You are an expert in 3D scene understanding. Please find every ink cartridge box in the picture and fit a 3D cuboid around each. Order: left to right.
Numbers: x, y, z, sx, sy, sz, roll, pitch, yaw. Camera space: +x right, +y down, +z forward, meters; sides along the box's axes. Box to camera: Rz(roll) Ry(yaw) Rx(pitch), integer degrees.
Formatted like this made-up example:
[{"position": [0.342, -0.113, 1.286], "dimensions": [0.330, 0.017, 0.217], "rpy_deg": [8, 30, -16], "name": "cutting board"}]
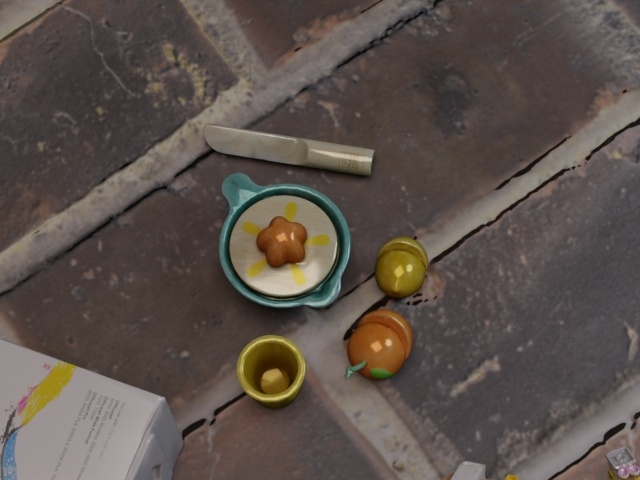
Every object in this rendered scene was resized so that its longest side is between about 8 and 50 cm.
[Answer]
[{"position": [-0.273, 0.208, 1.730], "dimensions": [0.232, 0.171, 0.168], "rpy_deg": [18, 71, 10], "name": "ink cartridge box"}]

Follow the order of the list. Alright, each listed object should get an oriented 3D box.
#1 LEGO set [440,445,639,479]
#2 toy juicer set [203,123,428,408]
[{"position": [0.262, 0.269, 1.736], "dimensions": [0.287, 0.107, 0.132], "rpy_deg": [-12, 34, 3], "name": "LEGO set"}, {"position": [0.000, 0.000, 1.839], "dimensions": [0.209, 0.089, 0.329], "rpy_deg": [-10, 68, 0], "name": "toy juicer set"}]
